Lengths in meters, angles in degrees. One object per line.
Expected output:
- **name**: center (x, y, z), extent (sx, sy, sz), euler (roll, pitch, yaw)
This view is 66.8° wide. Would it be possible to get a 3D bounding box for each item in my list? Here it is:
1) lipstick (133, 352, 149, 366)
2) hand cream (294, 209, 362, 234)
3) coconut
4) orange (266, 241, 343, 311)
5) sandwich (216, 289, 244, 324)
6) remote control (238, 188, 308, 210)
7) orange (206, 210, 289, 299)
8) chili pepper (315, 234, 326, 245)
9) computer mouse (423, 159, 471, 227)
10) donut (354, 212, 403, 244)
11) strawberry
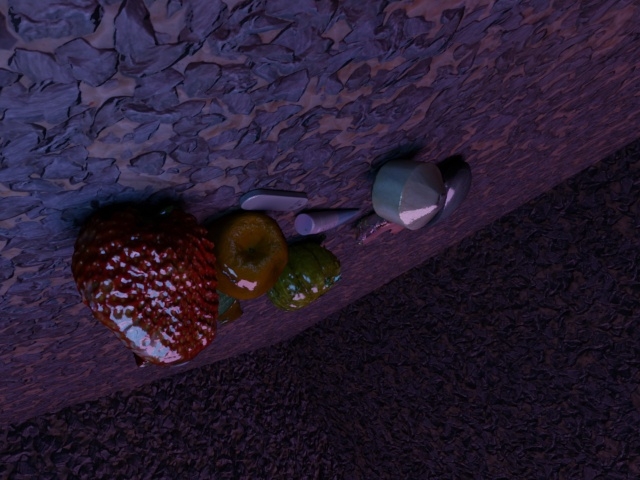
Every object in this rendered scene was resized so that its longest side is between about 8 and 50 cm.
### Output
- **lipstick**: center (-0.547, 0.256, 1.452), extent (0.080, 0.241, 0.080), euler (-24, 165, -7)
- **hand cream**: center (0.029, -0.071, 1.626), extent (0.111, 0.070, 0.312), euler (-36, 169, 29)
- **coconut**: center (0.266, -0.137, 1.423), extent (0.202, 0.201, 0.222), euler (-13, -155, -37)
- **orange**: center (-0.070, 0.126, 1.804), extent (0.300, 0.223, 0.301), euler (-29, 170, -2)
- **sandwich**: center (-0.374, 0.240, 1.898), extent (0.128, 0.122, 0.235), euler (-25, 163, -14)
- **remote control**: center (-0.122, -0.107, 1.318), extent (0.077, 0.022, 0.245), euler (-32, 164, 33)
- **orange**: center (-0.209, 0.045, 1.332), extent (0.249, 0.248, 0.183), euler (-15, 178, -31)
- **chili pepper**: center (0.000, 0.000, 1.860), extent (0.027, 0.022, 0.083), euler (-55, -174, -39)
- **computer mouse**: center (0.454, -0.148, 1.776), extent (0.203, 0.114, 0.374), euler (-51, 171, -22)
- **donut**: center (0.245, -0.068, 1.885), extent (0.233, 0.085, 0.199), euler (-16, 163, -27)
- **strawberry**: center (-0.364, 0.105, 1.042), extent (0.267, 0.350, 0.312), euler (-25, 172, 33)
